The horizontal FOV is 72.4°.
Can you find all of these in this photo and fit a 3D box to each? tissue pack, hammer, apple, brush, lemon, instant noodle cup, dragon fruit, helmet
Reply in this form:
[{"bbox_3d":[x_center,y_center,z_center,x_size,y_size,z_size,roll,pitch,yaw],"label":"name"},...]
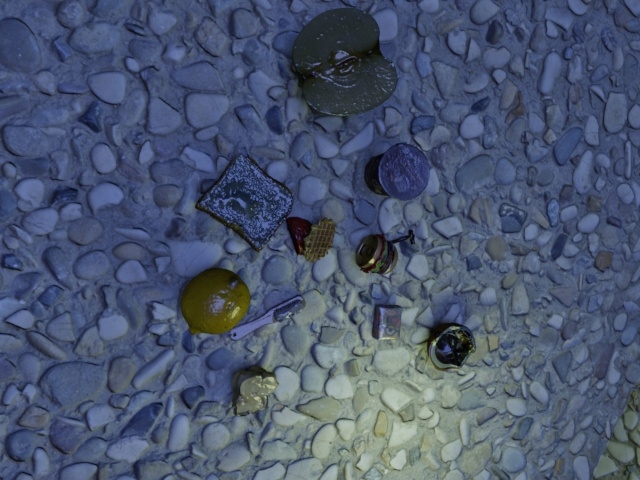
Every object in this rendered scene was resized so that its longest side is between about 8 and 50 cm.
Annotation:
[{"bbox_3d":[0.285,0.348,1.860,0.109,0.060,0.148,3,95,-18],"label":"tissue pack"},{"bbox_3d":[0.323,0.007,1.861,0.178,0.021,0.065,-17,101,-14],"label":"hammer"},{"bbox_3d":[0.074,-0.638,1.598,0.360,0.320,0.311,-23,140,-8],"label":"apple"},{"bbox_3d":[-0.203,0.311,1.712,0.328,0.065,0.070,-24,104,-12],"label":"brush"},{"bbox_3d":[-0.380,0.220,1.563,0.253,0.228,0.228,-38,104,-5],"label":"lemon"},{"bbox_3d":[0.289,-0.265,1.730,0.218,0.207,0.217,-1,95,-15],"label":"instant noodle cup"},{"bbox_3d":[-0.062,-0.026,1.715,0.106,0.083,0.162,-20,97,-18],"label":"dragon fruit"},{"bbox_3d":[0.557,0.453,1.915,0.224,0.130,0.198,-37,102,0],"label":"helmet"}]

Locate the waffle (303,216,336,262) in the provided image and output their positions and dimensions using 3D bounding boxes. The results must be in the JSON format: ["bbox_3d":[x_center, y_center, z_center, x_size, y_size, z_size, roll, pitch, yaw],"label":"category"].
[{"bbox_3d":[-0.003,-0.001,1.703,0.191,0.038,0.191,-31,136,-35],"label":"waffle"}]

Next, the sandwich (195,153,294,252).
[{"bbox_3d":[-0.266,-0.143,1.633,0.301,0.099,0.271,37,84,-15],"label":"sandwich"}]

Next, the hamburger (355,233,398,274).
[{"bbox_3d":[0.238,0.062,1.770,0.137,0.175,0.175,22,88,-24],"label":"hamburger"}]

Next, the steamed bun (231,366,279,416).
[{"bbox_3d":[-0.260,0.571,1.697,0.192,0.106,0.177,-5,110,-29],"label":"steamed bun"}]
